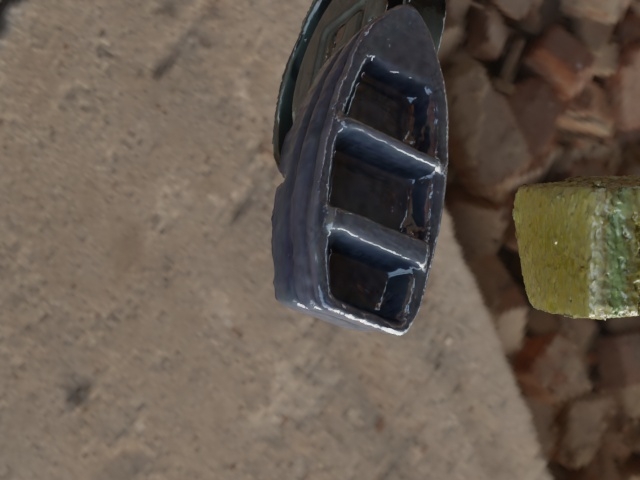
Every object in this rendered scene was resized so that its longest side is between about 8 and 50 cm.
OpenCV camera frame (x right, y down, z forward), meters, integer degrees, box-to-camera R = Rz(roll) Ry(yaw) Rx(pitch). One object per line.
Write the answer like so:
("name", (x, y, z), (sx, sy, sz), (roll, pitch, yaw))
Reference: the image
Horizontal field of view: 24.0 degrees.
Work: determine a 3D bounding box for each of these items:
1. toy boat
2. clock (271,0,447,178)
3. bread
("toy boat", (0.039, -0.061, 1.221), (0.127, 0.078, 0.283), (22, 65, -28))
("clock", (0.038, -0.183, 1.544), (0.055, 0.280, 0.280), (20, 100, -22))
("bread", (0.267, 0.004, 1.475), (0.102, 0.196, 0.138), (0, 91, -16))
